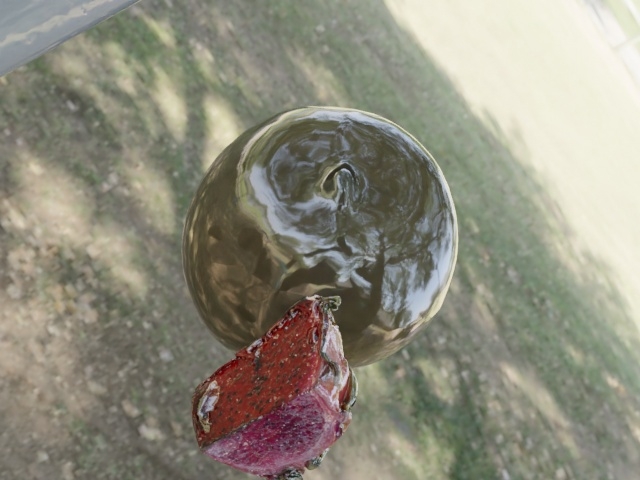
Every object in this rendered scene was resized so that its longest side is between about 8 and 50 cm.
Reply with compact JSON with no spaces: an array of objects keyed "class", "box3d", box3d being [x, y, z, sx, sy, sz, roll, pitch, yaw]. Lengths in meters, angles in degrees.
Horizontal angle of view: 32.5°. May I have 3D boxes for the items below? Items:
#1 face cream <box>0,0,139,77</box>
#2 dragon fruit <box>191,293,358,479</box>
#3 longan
[{"class":"face cream","box3d":[-0.122,-0.095,0.326,0.107,0.269,0.073,61,-6,9]},{"class":"dragon fruit","box3d":[-0.016,0.122,0.811,0.096,0.147,0.102,42,26,-25]},{"class":"longan","box3d":[-0.001,0.004,1.132,0.297,0.297,0.297,45,29,-33]}]
